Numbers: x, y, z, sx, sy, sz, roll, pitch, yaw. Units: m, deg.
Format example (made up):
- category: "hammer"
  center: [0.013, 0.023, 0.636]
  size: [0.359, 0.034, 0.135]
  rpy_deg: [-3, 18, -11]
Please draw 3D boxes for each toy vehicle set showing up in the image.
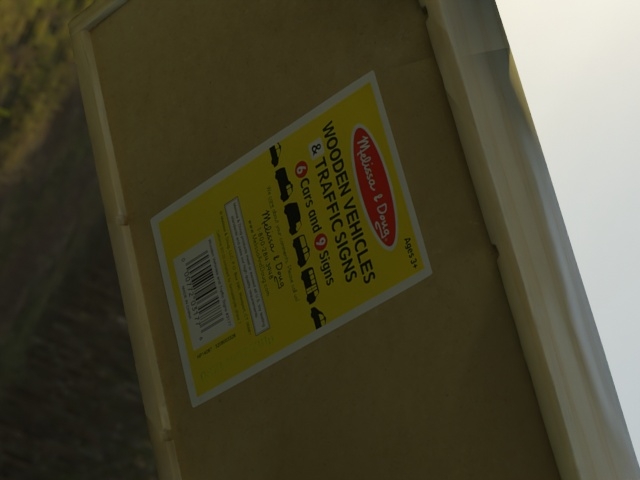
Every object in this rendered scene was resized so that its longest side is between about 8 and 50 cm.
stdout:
- category: "toy vehicle set"
  center: [0.000, 0.000, 0.567]
  size: [0.166, 0.035, 0.267]
  rpy_deg: [-30, -117, 34]
